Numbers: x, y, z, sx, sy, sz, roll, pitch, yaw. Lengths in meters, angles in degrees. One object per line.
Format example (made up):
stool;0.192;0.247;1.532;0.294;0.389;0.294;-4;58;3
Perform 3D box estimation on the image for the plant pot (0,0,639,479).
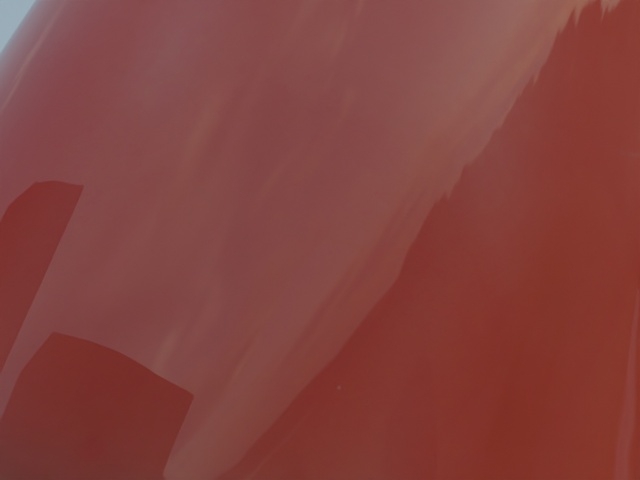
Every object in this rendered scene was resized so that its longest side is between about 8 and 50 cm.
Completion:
plant pot;0.000;0.000;0.560;0.275;0.243;0.275;18;-15;5
